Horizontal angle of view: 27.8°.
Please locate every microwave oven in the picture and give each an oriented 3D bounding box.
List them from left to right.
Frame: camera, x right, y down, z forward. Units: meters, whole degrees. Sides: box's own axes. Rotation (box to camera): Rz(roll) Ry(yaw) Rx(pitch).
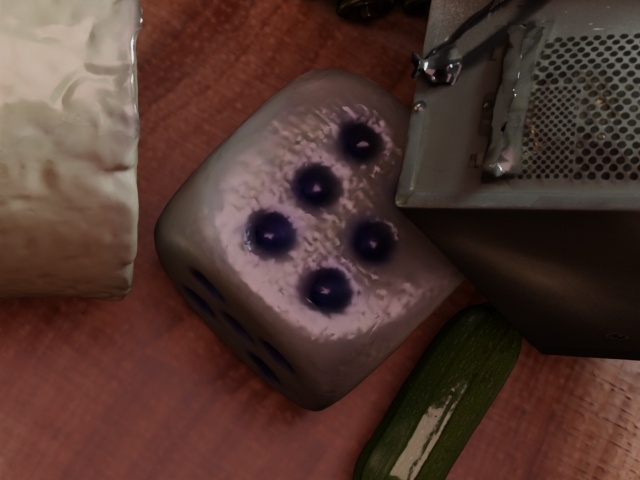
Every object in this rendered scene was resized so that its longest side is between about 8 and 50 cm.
[{"bbox_3d":[0.243,-0.164,0.895,0.236,0.374,0.432,1,70,29],"label":"microwave oven"}]

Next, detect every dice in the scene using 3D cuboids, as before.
[{"bbox_3d":[0.000,0.000,0.976,0.193,0.192,0.194,-43,86,-18],"label":"dice"}]

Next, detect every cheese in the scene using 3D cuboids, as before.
[{"bbox_3d":[-0.210,-0.125,0.924,0.153,0.292,0.332,0,65,-10],"label":"cheese"}]

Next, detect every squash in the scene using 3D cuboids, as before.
[{"bbox_3d":[0.090,0.137,1.020,0.068,0.077,0.219,32,75,7],"label":"squash"}]

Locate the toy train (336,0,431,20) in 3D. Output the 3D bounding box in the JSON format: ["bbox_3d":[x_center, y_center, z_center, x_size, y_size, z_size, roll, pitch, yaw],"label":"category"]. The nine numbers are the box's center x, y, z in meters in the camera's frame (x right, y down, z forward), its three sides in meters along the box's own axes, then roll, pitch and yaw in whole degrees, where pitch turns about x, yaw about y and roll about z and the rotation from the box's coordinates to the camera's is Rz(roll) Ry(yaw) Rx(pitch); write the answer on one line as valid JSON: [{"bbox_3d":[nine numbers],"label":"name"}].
[{"bbox_3d":[0.096,-0.247,1.080,0.226,0.137,0.090,-7,78,-11],"label":"toy train"}]
